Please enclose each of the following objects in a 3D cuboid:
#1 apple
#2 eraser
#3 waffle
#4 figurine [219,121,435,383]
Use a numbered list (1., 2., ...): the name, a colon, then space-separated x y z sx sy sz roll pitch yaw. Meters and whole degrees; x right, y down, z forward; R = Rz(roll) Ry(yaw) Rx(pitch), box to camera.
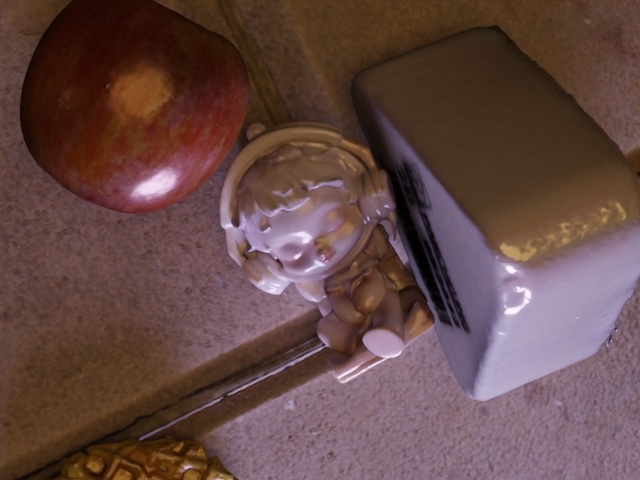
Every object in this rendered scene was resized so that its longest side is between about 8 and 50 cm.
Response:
1. apple: -0.160 -0.117 1.173 0.188 0.188 0.174 27 97 -11
2. eraser: 0.146 -0.043 1.227 0.149 0.331 0.331 -19 98 -7
3. waffle: -0.162 0.259 1.273 0.194 0.051 0.149 -5 94 -10
4. figurine: 0.000 -0.001 1.235 0.162 0.141 0.237 -28 98 13
